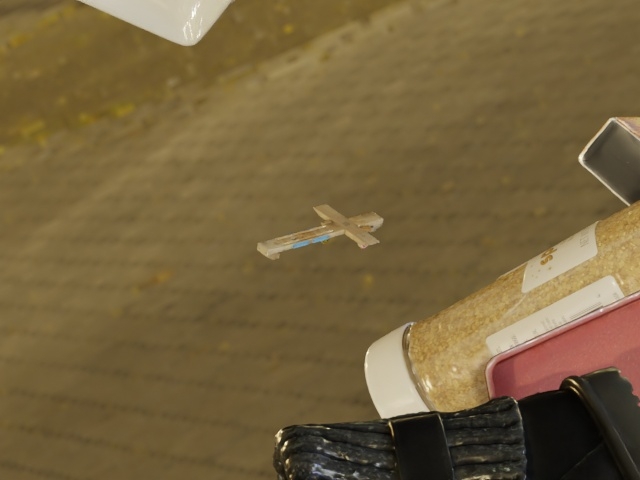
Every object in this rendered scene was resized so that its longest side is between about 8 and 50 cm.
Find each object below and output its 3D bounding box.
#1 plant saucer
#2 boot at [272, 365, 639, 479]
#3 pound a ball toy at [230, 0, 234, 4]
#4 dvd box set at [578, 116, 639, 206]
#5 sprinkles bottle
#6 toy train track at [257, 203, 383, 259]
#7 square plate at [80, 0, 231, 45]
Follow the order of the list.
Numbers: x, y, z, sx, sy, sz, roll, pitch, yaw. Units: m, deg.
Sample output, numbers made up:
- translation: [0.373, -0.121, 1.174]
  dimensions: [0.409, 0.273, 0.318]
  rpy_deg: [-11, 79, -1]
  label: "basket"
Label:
- translation: [0.241, 0.159, 1.514]
  dimensions: [0.259, 0.258, 0.047]
  rpy_deg: [-22, 22, -26]
  label: "plant saucer"
- translation: [0.125, 0.246, 1.258]
  dimensions: [0.260, 0.131, 0.348]
  rpy_deg: [-11, 47, -13]
  label: "boot"
- translation: [-0.207, -0.400, 2.062]
  dimensions: [0.319, 0.208, 0.135]
  rpy_deg: [25, 3, 32]
  label: "pound a ball toy"
- translation: [0.453, -0.014, 1.982]
  dimensions: [0.062, 0.307, 0.420]
  rpy_deg: [-53, -18, 18]
  label: "dvd box set"
- translation: [0.212, 0.072, 1.765]
  dimensions: [0.355, 0.121, 0.121]
  rpy_deg: [-30, 12, 25]
  label: "sprinkles bottle"
- translation: [0.000, 0.000, 1.077]
  dimensions: [0.083, 0.014, 0.048]
  rpy_deg: [-15, 36, -37]
  label: "toy train track"
- translation: [-0.174, -0.334, 1.572]
  dimensions: [0.344, 0.347, 0.049]
  rpy_deg: [-45, 32, 43]
  label: "square plate"
